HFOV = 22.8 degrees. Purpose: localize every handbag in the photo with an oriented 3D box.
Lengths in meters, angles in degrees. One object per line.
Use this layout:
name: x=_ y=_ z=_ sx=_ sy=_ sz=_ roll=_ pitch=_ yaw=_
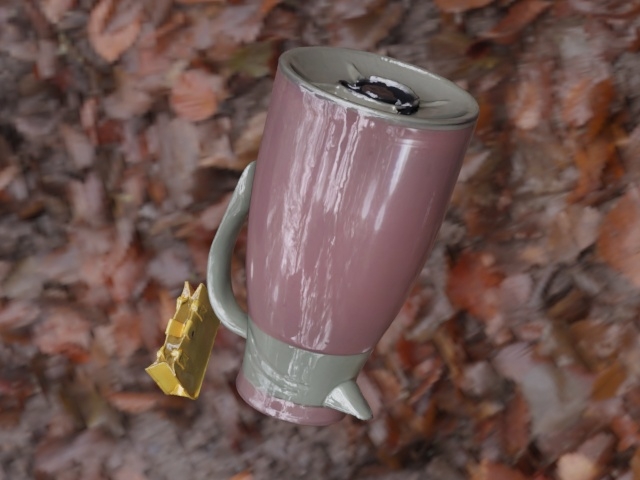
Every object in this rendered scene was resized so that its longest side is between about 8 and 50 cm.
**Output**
handbag: x=-0.107 y=0.081 z=1.273 sx=0.027 sy=0.061 sz=0.083 roll=9 pitch=67 yaw=20

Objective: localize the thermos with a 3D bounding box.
thermos: x=0.000 y=0.000 z=1.163 sx=0.176 sy=0.146 sz=0.265 roll=32 pitch=117 yaw=33
